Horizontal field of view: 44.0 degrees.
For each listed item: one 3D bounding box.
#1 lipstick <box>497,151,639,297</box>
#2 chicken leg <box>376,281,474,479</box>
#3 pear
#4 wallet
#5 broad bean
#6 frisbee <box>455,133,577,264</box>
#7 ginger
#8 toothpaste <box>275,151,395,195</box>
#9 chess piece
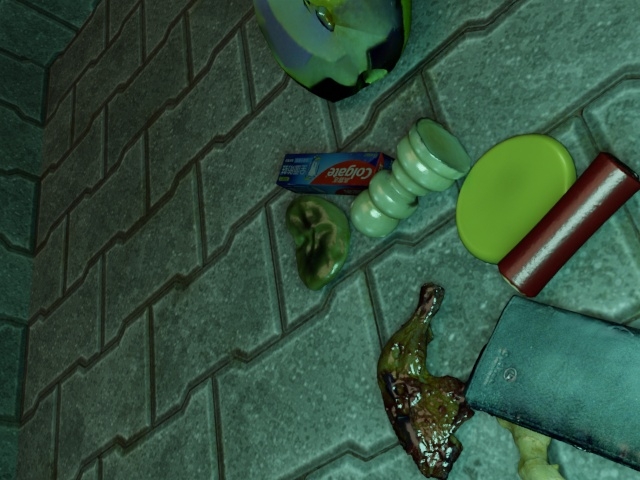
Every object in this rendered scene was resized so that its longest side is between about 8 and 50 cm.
[{"bbox_3d":[0.368,-0.021,1.179,0.241,0.080,0.080,-52,40,19],"label":"lipstick"},{"bbox_3d":[0.170,0.228,1.299,0.177,0.083,0.322,-34,49,23],"label":"chicken leg"},{"bbox_3d":[0.050,-0.509,1.666,0.165,0.399,0.399,-37,21,-35],"label":"pear"},{"bbox_3d":[0.370,0.189,1.040,0.379,0.046,0.190,13,66,48],"label":"wallet"},{"bbox_3d":[-0.002,0.000,1.634,0.153,0.072,0.206,-40,56,34],"label":"broad bean"},{"bbox_3d":[0.318,-0.072,1.316,0.236,0.017,0.236,-27,52,40],"label":"frisbee"},{"bbox_3d":[0.299,0.272,1.127,0.089,0.075,0.288,-45,38,18],"label":"ginger"},{"bbox_3d":[0.030,-0.139,1.658,0.320,0.066,0.076,5,76,52],"label":"toothpaste"},{"bbox_3d":[0.147,-0.099,1.455,0.243,0.133,0.133,-45,42,34],"label":"chess piece"}]
